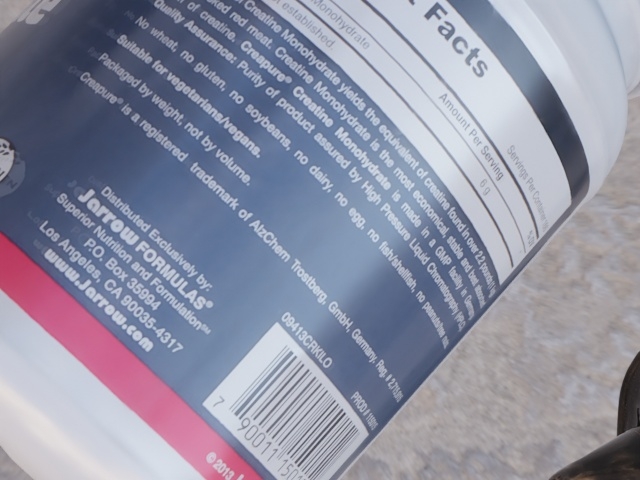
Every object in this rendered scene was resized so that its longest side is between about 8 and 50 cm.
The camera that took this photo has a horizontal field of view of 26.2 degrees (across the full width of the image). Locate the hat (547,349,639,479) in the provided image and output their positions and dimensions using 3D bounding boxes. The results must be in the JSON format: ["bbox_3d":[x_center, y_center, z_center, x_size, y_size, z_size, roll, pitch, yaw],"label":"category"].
[{"bbox_3d":[0.236,0.236,1.060,0.133,0.331,0.331,-8,92,-5],"label":"hat"}]

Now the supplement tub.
[{"bbox_3d":[-0.016,-0.032,0.488,0.191,0.191,0.272,44,78,-4],"label":"supplement tub"}]
